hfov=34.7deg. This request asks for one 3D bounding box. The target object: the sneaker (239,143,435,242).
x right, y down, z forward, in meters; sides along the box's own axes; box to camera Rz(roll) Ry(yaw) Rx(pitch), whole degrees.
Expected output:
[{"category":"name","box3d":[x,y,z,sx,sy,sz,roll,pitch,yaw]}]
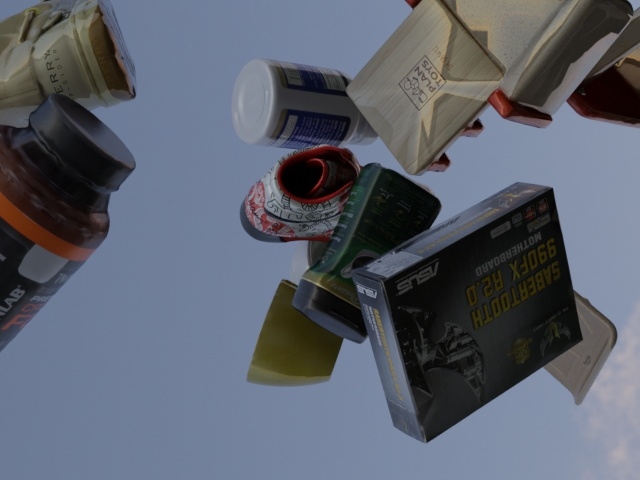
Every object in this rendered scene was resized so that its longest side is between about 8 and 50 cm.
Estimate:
[{"category":"sneaker","box3d":[0.046,-0.054,1.253,0.270,0.145,0.090,-2,-109,-21]}]

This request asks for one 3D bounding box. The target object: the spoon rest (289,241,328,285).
[{"category":"spoon rest","box3d":[0.000,0.000,1.384,0.137,0.084,0.276,52,-160,-48]}]

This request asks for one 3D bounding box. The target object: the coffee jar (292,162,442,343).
[{"category":"coffee jar","box3d":[0.049,0.015,1.112,0.096,0.079,0.184,31,-95,-18]}]

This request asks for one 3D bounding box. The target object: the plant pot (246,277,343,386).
[{"category":"plant pot","box3d":[-0.023,0.125,1.245,0.095,0.134,0.134,20,-109,3]}]

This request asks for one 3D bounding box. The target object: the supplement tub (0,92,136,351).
[{"category":"supplement tub","box3d":[-0.209,0.000,0.657,0.198,0.106,0.106,-45,-63,9]}]

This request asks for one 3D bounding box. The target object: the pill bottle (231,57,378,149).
[{"category":"pill bottle","box3d":[-0.012,-0.173,1.346,0.187,0.112,0.112,3,-96,-34]}]

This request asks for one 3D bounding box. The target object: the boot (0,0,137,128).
[{"category":"boot","box3d":[-0.249,-0.125,0.790,0.203,0.262,0.095,-20,-68,-5]}]

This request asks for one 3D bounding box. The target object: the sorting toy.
[{"category":"sorting toy","box3d":[0.294,0.096,1.334,0.038,0.193,0.208,-32,-117,-21]}]

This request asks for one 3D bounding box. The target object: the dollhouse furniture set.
[{"category":"dollhouse furniture set","box3d":[0.148,-0.106,0.631,0.259,0.135,0.262,0,-130,-52]}]

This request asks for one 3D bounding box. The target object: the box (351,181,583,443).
[{"category":"box","box3d":[0.154,0.068,1.033,0.231,0.056,0.183,-26,-68,-27]}]
